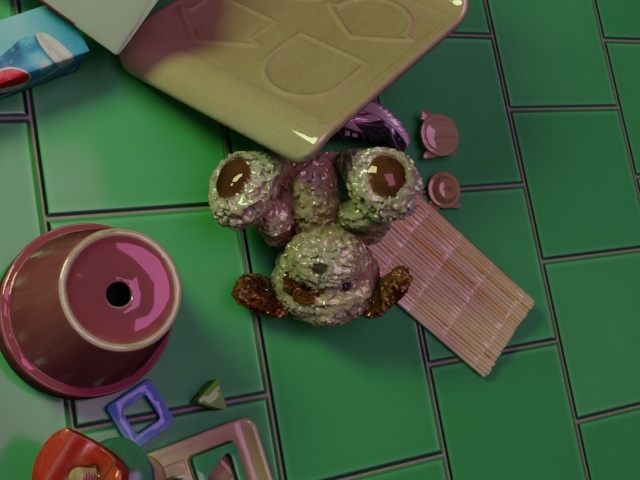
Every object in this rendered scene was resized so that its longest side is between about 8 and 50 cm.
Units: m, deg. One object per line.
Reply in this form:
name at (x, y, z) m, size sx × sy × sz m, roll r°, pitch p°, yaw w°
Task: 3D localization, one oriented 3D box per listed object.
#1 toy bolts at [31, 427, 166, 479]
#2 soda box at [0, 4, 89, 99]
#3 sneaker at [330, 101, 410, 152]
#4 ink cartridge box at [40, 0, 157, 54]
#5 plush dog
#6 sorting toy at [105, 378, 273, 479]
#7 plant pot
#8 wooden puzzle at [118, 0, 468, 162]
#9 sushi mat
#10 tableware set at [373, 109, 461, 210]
toy bolts at (-0.273, 0.296, 0.964) m, size 0.218 × 0.158 × 0.228 m, roll 36°, pitch 88°, yaw 25°
soda box at (-0.381, -0.204, 1.054) m, size 0.210 × 0.067 × 0.071 m, roll -30°, pitch 93°, yaw -30°
sneaker at (0.038, -0.165, 1.275) m, size 0.178 × 0.072 × 0.077 m, roll 35°, pitch 82°, yaw 0°
ink cartridge box at (-0.241, -0.338, 1.090) m, size 0.128 × 0.127 × 0.176 m, roll 34°, pitch 33°, yaw -18°
plush dog at (0.000, 0.000, 1.166) m, size 0.262 × 0.210 × 0.225 m, roll -1°, pitch 92°, yaw 5°
sorting toy at (-0.135, 0.324, 1.068) m, size 0.196 × 0.047 × 0.348 m, roll -16°, pitch 86°, yaw -30°
plant pot at (-0.241, 0.068, 0.997) m, size 0.201 × 0.180 × 0.201 m, roll 8°, pitch 74°, yaw -28°
wooden puzzle at (-0.031, -0.257, 1.174) m, size 0.322 × 0.080 × 0.348 m, roll 30°, pitch 59°, yaw 25°
sushi mat at (0.164, 0.044, 1.306) m, size 0.316 × 0.019 × 0.151 m, roll 41°, pitch 71°, yaw -14°
tableware set at (0.146, -0.109, 1.339) m, size 0.141 × 0.020 × 0.169 m, roll -5°, pitch 85°, yaw -23°
